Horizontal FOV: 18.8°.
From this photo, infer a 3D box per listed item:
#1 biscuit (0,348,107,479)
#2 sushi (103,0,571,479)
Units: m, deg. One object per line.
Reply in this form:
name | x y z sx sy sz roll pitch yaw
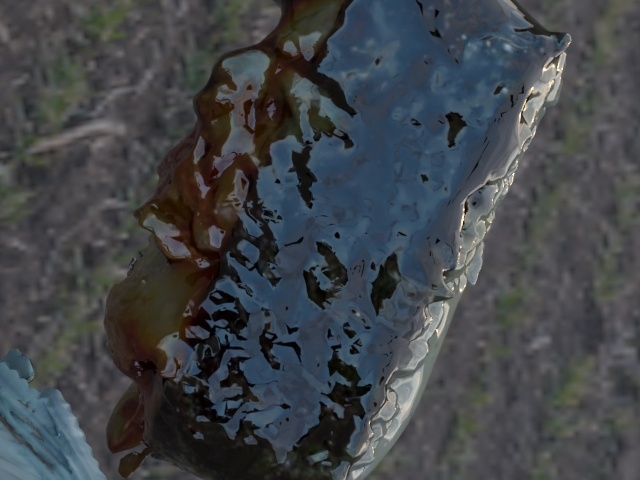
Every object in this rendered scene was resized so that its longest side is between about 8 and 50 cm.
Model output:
biscuit | -0.208 0.156 0.682 0.309 0.186 0.079 -31 124 -13
sushi | 0.000 0.000 1.066 0.343 0.182 0.196 -63 168 4
